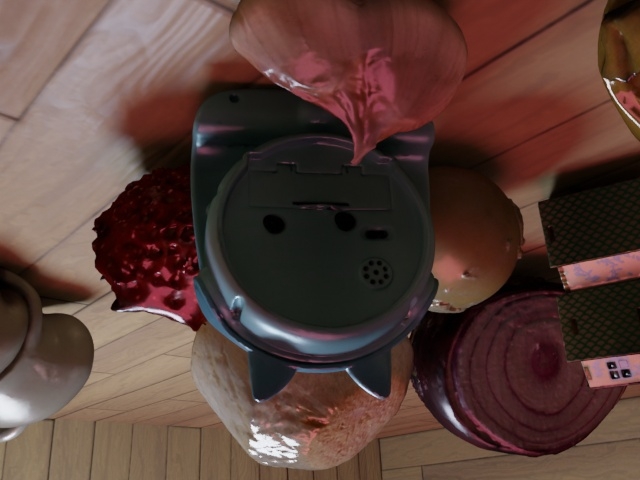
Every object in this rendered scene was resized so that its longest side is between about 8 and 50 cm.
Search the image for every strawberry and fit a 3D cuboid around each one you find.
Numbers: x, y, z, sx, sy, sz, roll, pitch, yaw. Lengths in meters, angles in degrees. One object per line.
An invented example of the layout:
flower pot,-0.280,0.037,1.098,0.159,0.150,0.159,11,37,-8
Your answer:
strawberry,-0.127,-0.008,0.708,0.201,0.184,0.187,-37,127,13

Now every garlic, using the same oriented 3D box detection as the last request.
garlic,0.018,-0.136,0.501,0.175,0.099,0.124,8,140,-23

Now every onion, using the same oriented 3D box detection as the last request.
onion,0.305,0.199,1.107,0.337,0.281,0.260,-9,178,-10

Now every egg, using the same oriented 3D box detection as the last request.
egg,0.141,-0.003,0.750,0.164,0.164,0.201,-12,163,21

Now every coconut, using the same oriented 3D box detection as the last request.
coconut,-0.032,0.158,0.983,0.329,0.328,0.328,-2,157,-1

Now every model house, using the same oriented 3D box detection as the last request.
model house,0.360,0.017,0.797,0.178,0.271,0.206,-14,119,28

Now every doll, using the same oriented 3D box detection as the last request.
doll,-0.499,0.158,1.004,0.215,0.226,0.370,22,154,21

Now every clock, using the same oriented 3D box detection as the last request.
clock,0.000,0.000,0.588,0.224,0.274,0.094,-1,157,-9

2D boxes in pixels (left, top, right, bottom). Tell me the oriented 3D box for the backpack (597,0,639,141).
backpack,0.355,-0.141,0.334,0.354,0.201,0.378,31,148,-12
